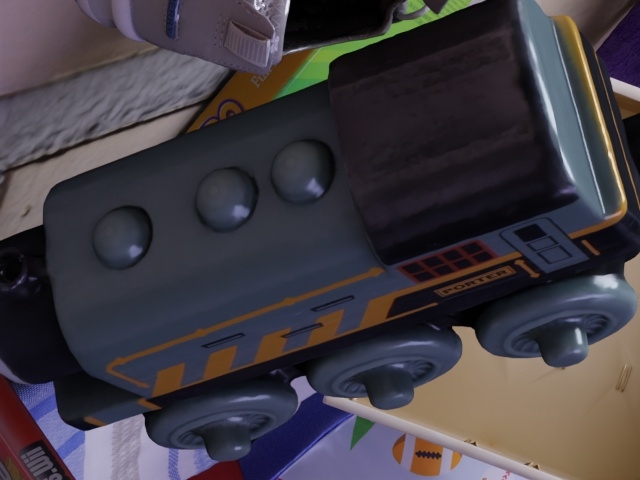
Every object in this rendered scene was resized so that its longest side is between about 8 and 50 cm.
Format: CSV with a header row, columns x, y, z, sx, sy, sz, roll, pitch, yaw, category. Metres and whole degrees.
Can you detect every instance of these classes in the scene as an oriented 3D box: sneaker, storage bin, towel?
x,y,z,sx,sy,sz,roll,pitch,yaw,category
0.027,-0.135,0.807,0.281,0.115,0.105,-32,146,-36,sneaker
0.171,0.027,1.110,0.123,0.262,0.260,74,37,-82,storage bin
-0.076,0.085,1.064,0.285,0.034,0.209,-32,152,-32,towel

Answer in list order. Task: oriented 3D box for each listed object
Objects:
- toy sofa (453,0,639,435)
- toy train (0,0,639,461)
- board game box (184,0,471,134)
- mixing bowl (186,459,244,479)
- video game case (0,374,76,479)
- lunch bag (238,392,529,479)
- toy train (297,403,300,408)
x,y,z,sx,sy,sz,roll,pitch,yaw,category
0.195,-0.037,1.261,0.362,0.177,0.150,-45,167,-4,toy sofa
0.000,0.000,0.829,0.334,0.142,0.190,-18,157,18,toy train
-0.013,-0.072,0.992,0.259,0.039,0.124,-51,160,8,board game box
-0.114,0.189,1.203,0.181,0.098,0.181,-40,159,-19,mixing bowl
-0.124,0.195,0.908,0.025,0.285,0.204,-26,153,-29,video game case
0.045,0.258,1.451,0.328,0.239,0.385,-40,133,-14,lunch bag
-0.025,0.059,1.217,0.125,0.046,0.166,-42,157,-10,toy train
